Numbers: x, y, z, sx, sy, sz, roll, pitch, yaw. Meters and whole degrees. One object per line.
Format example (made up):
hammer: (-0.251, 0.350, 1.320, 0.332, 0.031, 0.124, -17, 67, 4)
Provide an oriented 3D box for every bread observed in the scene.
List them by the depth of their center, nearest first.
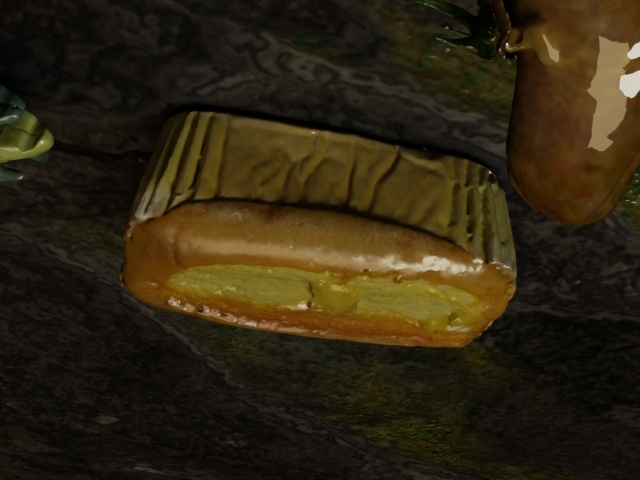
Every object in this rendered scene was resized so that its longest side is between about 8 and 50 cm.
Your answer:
bread: (0.000, 0.000, 0.814, 0.288, 0.119, 0.152, 10, 153, -5)

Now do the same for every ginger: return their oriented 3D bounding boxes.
ginger: (0.084, -0.155, 0.469, 0.133, 0.107, 0.309, -34, 100, 2)

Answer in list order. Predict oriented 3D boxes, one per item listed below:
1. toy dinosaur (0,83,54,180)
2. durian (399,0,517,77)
toy dinosaur: (-0.315, -0.096, 0.756, 0.259, 0.094, 0.153, 0, 146, 28)
durian: (0.217, -0.133, 0.555, 0.374, 0.107, 0.132, 0, 147, 10)
